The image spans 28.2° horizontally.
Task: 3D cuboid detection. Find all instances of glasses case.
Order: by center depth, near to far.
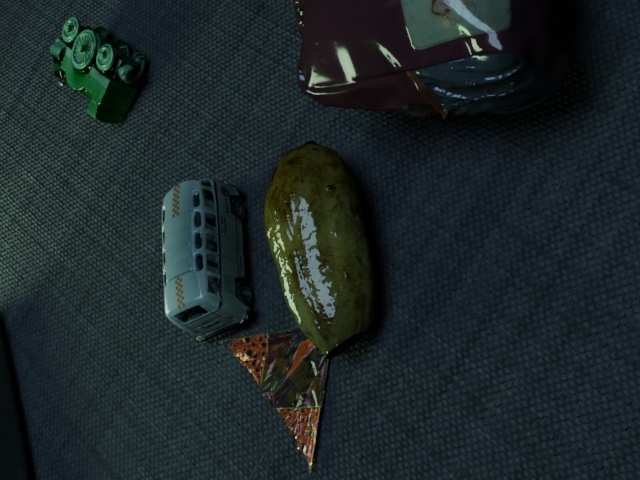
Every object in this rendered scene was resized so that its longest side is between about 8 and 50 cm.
[{"bbox_3d":[-0.469,0.208,1.670,0.074,0.131,0.323,-43,49,27],"label":"glasses case"}]

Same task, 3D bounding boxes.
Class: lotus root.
[{"bbox_3d":[0.000,0.000,1.376,0.110,0.097,0.258,-29,59,26],"label":"lotus root"}]

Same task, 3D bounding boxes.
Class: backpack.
[{"bbox_3d":[0.107,-0.248,1.319,0.317,0.197,0.283,-13,65,43],"label":"backpack"}]

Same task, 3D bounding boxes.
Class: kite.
[{"bbox_3d":[-0.024,0.136,1.397,0.125,0.008,0.222,-50,47,13],"label":"kite"}]

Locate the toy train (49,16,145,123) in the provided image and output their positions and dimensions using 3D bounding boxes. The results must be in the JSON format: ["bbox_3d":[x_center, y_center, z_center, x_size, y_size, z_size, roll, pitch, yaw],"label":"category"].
[{"bbox_3d":[-0.313,-0.241,1.770,0.178,0.071,0.104,38,109,42],"label":"toy train"}]

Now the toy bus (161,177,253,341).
[{"bbox_3d":[-0.139,0.013,1.493,0.087,0.089,0.193,-24,57,32],"label":"toy bus"}]
